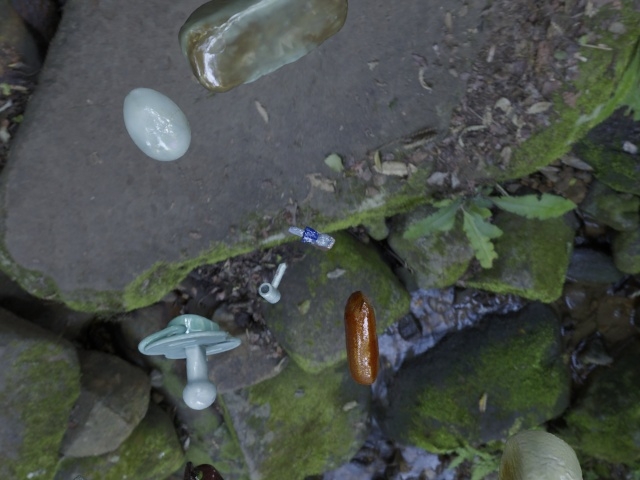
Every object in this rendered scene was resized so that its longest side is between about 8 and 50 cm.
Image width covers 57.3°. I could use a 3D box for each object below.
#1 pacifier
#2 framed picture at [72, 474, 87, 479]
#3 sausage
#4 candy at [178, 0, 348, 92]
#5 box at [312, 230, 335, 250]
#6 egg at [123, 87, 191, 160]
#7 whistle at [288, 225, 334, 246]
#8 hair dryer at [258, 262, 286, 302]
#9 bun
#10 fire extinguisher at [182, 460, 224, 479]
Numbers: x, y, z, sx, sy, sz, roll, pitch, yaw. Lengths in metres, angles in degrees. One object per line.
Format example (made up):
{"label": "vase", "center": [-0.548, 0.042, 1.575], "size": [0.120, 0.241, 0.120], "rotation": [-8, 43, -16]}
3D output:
{"label": "pacifier", "center": [-0.380, 0.362, 1.727], "size": [0.288, 0.343, 0.269], "rotation": [-13, 69, 8]}
{"label": "framed picture", "center": [-0.395, 0.627, 1.255], "size": [0.324, 0.020, 0.240], "rotation": [34, 142, 3]}
{"label": "sausage", "center": [0.101, 0.250, 1.452], "size": [0.083, 0.089, 0.300], "rotation": [-6, 127, 4]}
{"label": "candy", "center": [-0.078, -0.292, 0.794], "size": [0.234, 0.104, 0.102], "rotation": [-26, 130, -7]}
{"label": "box", "center": [0.000, 0.000, 1.159], "size": [0.048, 0.115, 0.025], "rotation": [29, 84, -2]}
{"label": "egg", "center": [-0.435, -0.308, 1.551], "size": [0.151, 0.151, 0.209], "rotation": [-34, 105, 10]}
{"label": "whistle", "center": [-0.017, -0.007, 1.036], "size": [0.083, 0.029, 0.033], "rotation": [19, 148, -8]}
{"label": "hair dryer", "center": [-0.146, 0.129, 1.895], "size": [0.047, 0.082, 0.137], "rotation": [17, 73, 24]}
{"label": "bun", "center": [0.423, 0.486, 1.117], "size": [0.153, 0.244, 0.244], "rotation": [15, 109, 4]}
{"label": "fire extinguisher", "center": [-0.242, 0.639, 1.381], "size": [0.105, 0.141, 0.341], "rotation": [-33, 120, -13]}
